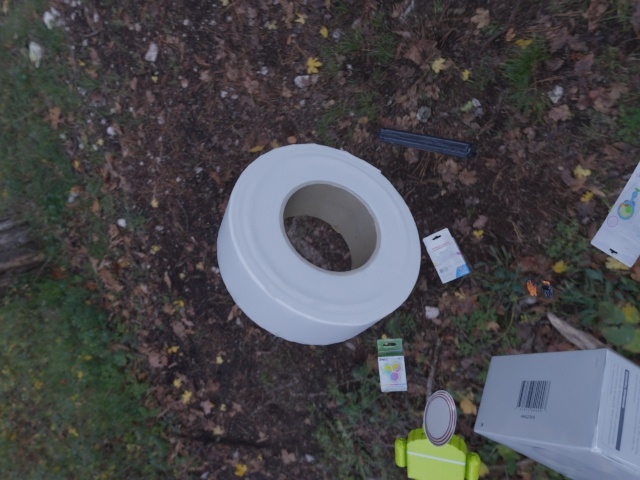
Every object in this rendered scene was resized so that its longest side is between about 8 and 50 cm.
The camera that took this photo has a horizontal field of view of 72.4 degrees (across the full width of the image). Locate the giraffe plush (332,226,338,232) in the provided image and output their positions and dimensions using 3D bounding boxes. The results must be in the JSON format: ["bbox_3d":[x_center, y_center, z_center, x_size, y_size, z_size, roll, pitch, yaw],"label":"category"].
[{"bbox_3d":[0.150,-0.105,1.491,0.170,0.210,0.181,28,151,-36],"label":"giraffe plush"}]

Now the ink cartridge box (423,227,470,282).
[{"bbox_3d":[0.466,0.055,1.621,0.104,0.061,0.181,-27,80,21],"label":"ink cartridge box"}]

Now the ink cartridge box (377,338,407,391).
[{"bbox_3d":[0.303,0.529,1.856,0.109,0.062,0.209,-5,95,9],"label":"ink cartridge box"}]

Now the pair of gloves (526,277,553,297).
[{"bbox_3d":[0.716,0.154,1.429,0.083,0.010,0.074,4,126,51],"label":"pair of gloves"}]

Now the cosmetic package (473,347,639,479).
[{"bbox_3d":[0.402,0.273,0.650,0.225,0.138,0.224,30,156,-9],"label":"cosmetic package"}]

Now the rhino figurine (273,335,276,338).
[{"bbox_3d":[-0.104,0.342,1.720,0.243,0.073,0.106,-10,84,21],"label":"rhino figurine"}]

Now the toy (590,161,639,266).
[{"bbox_3d":[0.767,-0.070,1.081,0.137,0.056,0.237,28,99,-11],"label":"toy"}]

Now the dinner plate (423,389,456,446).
[{"bbox_3d":[0.313,0.468,1.156,0.017,0.141,0.141,-11,112,52],"label":"dinner plate"}]

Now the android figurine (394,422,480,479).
[{"bbox_3d":[0.344,0.650,1.305,0.248,0.056,0.272,2,118,20],"label":"android figurine"}]

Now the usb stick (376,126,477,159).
[{"bbox_3d":[0.287,-0.268,1.198,0.278,0.077,0.045,20,108,31],"label":"usb stick"}]

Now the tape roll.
[{"bbox_3d":[0.000,0.000,0.636,0.286,0.286,0.100,34,145,-2],"label":"tape roll"}]
